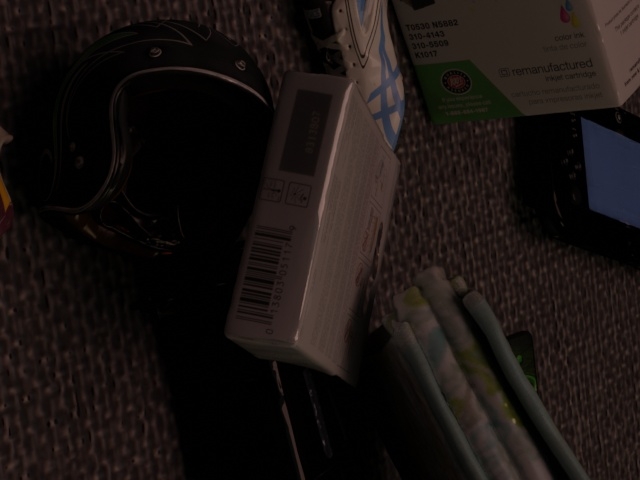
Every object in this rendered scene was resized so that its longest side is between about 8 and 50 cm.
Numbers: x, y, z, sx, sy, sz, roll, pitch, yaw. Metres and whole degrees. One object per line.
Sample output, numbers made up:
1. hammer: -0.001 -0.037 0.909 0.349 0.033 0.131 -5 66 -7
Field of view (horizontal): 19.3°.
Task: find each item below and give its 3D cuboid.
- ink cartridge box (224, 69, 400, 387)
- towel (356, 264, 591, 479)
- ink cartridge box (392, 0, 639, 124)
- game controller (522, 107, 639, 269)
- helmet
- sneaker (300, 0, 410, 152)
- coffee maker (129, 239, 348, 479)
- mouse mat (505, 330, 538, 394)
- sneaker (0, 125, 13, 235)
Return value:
1. ink cartridge box: 0.000 0.000 1.351 0.232 0.066 0.189 58 43 -77
2. towel: 0.147 0.212 1.475 0.090 0.320 0.374 -26 83 -9
3. ink cartridge box: 0.164 -0.257 1.676 0.117 0.201 0.278 -45 123 -46
4. game controller: 0.307 -0.062 1.973 0.319 0.067 0.166 16 75 -53
5. helmet: -0.113 -0.073 1.310 0.169 0.169 0.161 31 73 -49
6. sneaker: 0.023 -0.168 1.593 0.086 0.085 0.237 -9 99 -27
7. coffee maker: -0.064 0.102 1.431 0.171 0.120 0.178 -20 103 -34
8. mouse mat: 0.165 0.175 1.814 0.190 0.007 0.152 -14 99 -54
9. sneaker: -0.239 0.001 1.219 0.084 0.069 0.185 22 71 -46
